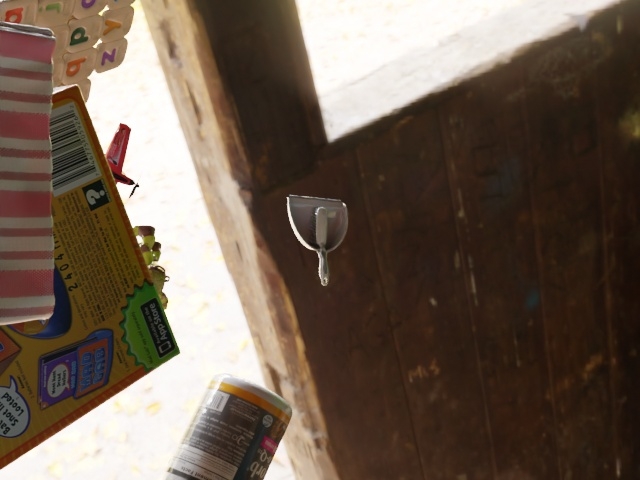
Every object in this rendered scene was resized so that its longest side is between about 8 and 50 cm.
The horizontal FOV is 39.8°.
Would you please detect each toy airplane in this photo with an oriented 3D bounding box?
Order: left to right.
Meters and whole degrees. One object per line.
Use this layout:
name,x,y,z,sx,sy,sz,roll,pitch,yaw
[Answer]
toy airplane,-0.323,-0.107,1.282,0.151,0.151,0.028,-3,3,18

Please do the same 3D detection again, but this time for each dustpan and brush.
dustpan and brush,0.000,0.000,1.993,0.147,0.211,0.060,5,-11,-24

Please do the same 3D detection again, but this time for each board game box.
board game box,-0.459,0.050,1.068,0.356,0.356,0.356,3,27,46

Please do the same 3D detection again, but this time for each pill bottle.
pill bottle,-0.172,0.381,1.513,0.162,0.162,0.278,10,65,35

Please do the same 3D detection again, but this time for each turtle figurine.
turtle figurine,-0.406,0.072,2.077,0.087,0.269,0.217,-18,55,11

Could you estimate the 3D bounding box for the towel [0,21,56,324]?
towel,-0.230,-0.043,0.544,0.029,0.197,0.144,-1,-1,45

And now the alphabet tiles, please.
alphabet tiles,-0.371,-0.297,1.284,0.021,0.284,0.278,35,39,14
